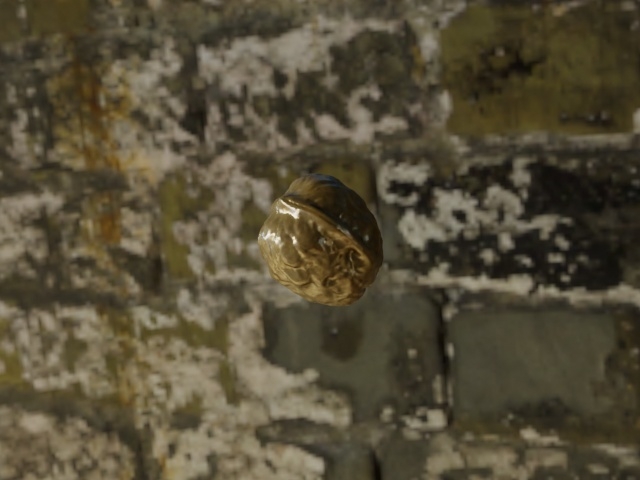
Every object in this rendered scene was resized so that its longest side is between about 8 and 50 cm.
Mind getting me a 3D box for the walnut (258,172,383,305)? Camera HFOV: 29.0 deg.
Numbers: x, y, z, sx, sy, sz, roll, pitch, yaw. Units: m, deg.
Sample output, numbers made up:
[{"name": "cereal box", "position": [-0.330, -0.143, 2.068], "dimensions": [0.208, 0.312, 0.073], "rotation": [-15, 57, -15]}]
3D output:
[{"name": "walnut", "position": [0.000, 0.000, 0.850], "dimensions": [0.083, 0.096, 0.079], "rotation": [15, 65, 48]}]
